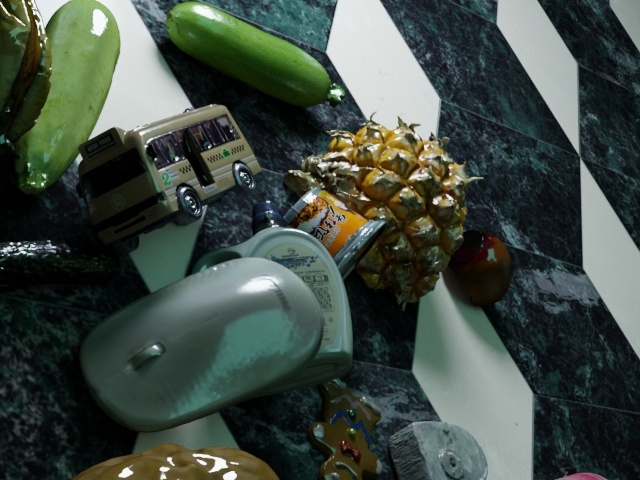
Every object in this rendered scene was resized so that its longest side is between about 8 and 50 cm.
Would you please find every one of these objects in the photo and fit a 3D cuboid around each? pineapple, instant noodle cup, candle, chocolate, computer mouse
[{"bbox_3d":[0.107,-0.099,2.102,0.286,0.209,0.344,23,47,-37],"label":"pineapple"},{"bbox_3d":[0.000,0.000,1.946,0.125,0.208,0.177,42,73,6],"label":"instant noodle cup"},{"bbox_3d":[0.177,0.350,1.935,0.168,0.068,0.192,45,32,-11],"label":"candle"},{"bbox_3d":[0.291,0.055,2.298,0.133,0.127,0.124,44,65,-36],"label":"chocolate"},{"bbox_3d":[-0.146,0.125,1.618,0.330,0.095,0.197,-25,58,-30],"label":"computer mouse"}]

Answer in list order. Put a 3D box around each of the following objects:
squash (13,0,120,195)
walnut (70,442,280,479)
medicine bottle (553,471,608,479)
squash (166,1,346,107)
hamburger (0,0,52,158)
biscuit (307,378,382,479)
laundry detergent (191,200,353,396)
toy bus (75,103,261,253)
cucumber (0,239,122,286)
[{"bbox_3d":[-0.352,-0.192,1.731,0.118,0.118,0.371,32,45,-29],"label":"squash"},{"bbox_3d":[-0.144,0.392,1.325,0.397,0.308,0.354,3,26,-48],"label":"walnut"},{"bbox_3d":[0.380,0.456,2.018,0.247,0.147,0.147,-1,63,-49],"label":"medicine bottle"},{"bbox_3d":[-0.101,-0.303,2.126,0.378,0.101,0.101,22,46,-40],"label":"squash"},{"bbox_3d":[-0.440,-0.259,1.605,0.132,0.211,0.309,7,54,-52],"label":"hamburger"},{"bbox_3d":[0.040,0.299,1.851,0.138,0.031,0.205,38,40,-23],"label":"biscuit"},{"bbox_3d":[-0.074,0.072,1.788,0.105,0.214,0.281,83,-7,-62],"label":"laundry detergent"},{"bbox_3d":[-0.211,-0.096,1.755,0.157,0.139,0.289,64,29,-3],"label":"toy bus"},{"bbox_3d":[-0.342,0.028,1.600,0.245,0.067,0.067,-1,62,-48],"label":"cucumber"}]
